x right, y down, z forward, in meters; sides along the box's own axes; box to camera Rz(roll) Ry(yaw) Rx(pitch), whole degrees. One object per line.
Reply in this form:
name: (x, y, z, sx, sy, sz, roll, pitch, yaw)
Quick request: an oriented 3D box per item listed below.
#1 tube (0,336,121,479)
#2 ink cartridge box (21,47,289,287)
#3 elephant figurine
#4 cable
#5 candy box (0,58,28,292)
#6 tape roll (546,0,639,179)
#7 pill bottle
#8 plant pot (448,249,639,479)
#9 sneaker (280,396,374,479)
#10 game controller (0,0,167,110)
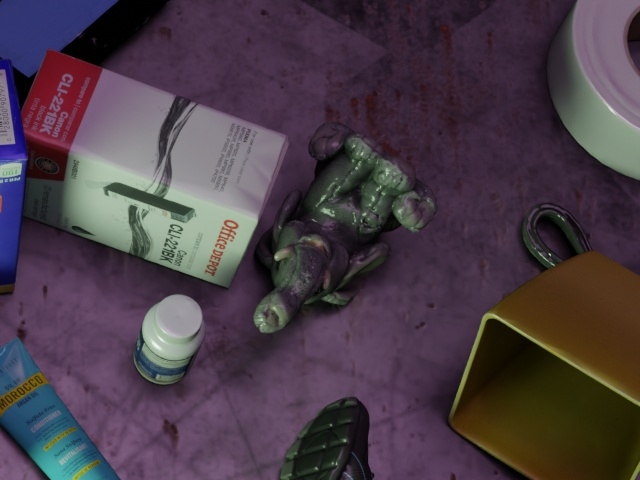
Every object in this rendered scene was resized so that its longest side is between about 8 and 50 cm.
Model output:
tube: (-0.286, 0.197, 1.685, 0.080, 0.052, 0.207, -33, 71, -32)
ink cartridge box: (-0.190, -0.072, 1.748, 0.272, 0.197, 0.114, 19, 64, -4)
elephant figurine: (0.000, 0.000, 1.796, 0.169, 0.186, 0.239, 32, 86, 41)
cable: (0.345, 0.077, 1.910, 0.287, 0.072, 0.139, 33, 78, 16)
candy box: (-0.437, -0.047, 1.606, 0.268, 0.317, 0.122, -5, 68, -15)
tape roll: (0.432, -0.217, 2.029, 0.286, 0.100, 0.286, 5, 64, -11)
pill bottle: (-0.159, 0.103, 1.716, 0.067, 0.120, 0.067, 6, 64, -12)
plant pot: (0.292, 0.139, 1.755, 0.212, 0.212, 0.187, 31, 52, 17)
sneaker: (0.014, 0.292, 1.701, 0.106, 0.101, 0.267, 36, 51, -28)
game controller: (-0.315, -0.260, 1.880, 0.166, 0.067, 0.319, 40, 62, 6)
